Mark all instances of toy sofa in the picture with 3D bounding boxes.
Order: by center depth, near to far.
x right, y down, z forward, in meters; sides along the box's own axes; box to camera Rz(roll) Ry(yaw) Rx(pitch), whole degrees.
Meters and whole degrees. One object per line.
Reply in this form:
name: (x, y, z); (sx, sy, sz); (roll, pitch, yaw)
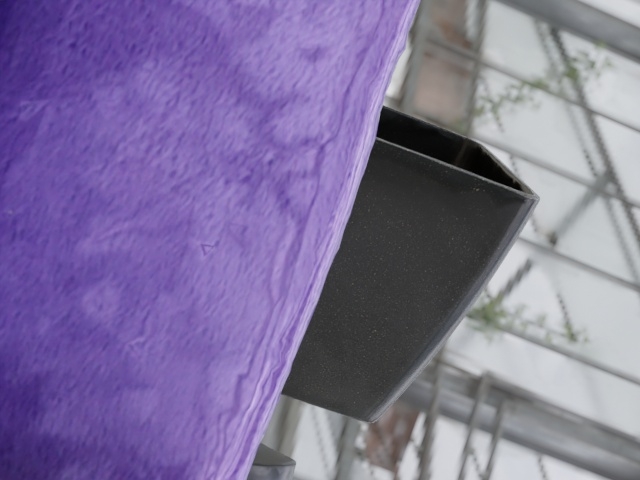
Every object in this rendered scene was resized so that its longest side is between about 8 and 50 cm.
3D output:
toy sofa: (-0.036, -0.084, 0.341); (0.363, 0.150, 0.177); (-69, -166, -9)

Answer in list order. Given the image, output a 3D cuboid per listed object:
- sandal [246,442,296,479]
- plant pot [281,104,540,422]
sandal: (-0.130, 0.130, 1.251); (0.054, 0.254, 0.097); (-61, 167, 10)
plant pot: (0.000, 0.000, 0.896); (0.187, 0.188, 0.167); (-108, -142, -75)
